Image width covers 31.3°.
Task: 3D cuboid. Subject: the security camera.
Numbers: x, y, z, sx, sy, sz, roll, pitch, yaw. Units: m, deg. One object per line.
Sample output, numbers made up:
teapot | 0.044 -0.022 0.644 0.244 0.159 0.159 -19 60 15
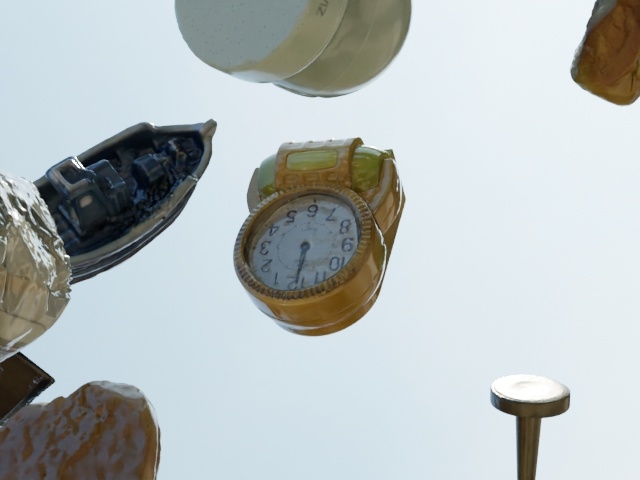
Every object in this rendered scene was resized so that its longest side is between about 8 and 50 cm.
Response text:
security camera | -0.006 -0.238 1.143 0.236 0.195 0.194 3 -69 -53

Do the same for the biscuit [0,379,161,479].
biscuit | -0.233 0.214 0.612 0.376 0.269 0.051 -41 -31 -11

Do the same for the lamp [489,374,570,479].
lamp | 0.186 0.237 1.043 0.121 0.121 0.214 -17 -69 -48

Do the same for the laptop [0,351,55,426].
laptop | -0.370 0.141 1.233 0.197 0.135 0.016 -38 17 52

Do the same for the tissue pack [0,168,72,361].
tissue pack | -0.410 0.059 0.887 0.376 0.195 0.390 -34 -17 2

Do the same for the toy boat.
toy boat | -0.238 -0.047 1.236 0.309 0.129 0.142 -34 -21 -21

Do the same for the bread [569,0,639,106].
bread | 0.467 -0.347 1.642 0.167 0.132 0.294 -37 -26 -57

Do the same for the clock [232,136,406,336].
clock | 0.000 0.000 1.781 0.200 0.244 0.317 62 -149 -46
